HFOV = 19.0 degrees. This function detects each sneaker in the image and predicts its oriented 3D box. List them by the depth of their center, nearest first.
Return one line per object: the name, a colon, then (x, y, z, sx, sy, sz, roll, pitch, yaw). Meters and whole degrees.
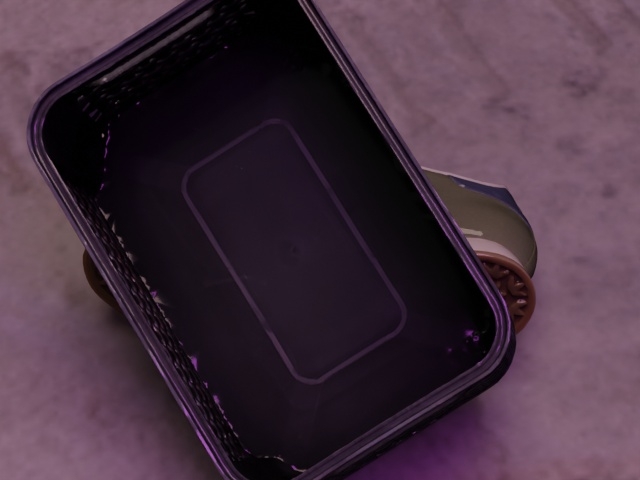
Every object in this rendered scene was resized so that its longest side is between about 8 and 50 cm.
sneaker: (0.000, 0.000, 0.834, 0.192, 0.064, 0.086, 4, 33, 9)

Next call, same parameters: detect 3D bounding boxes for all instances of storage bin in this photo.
storage bin: (-0.016, 0.000, 0.741, 0.122, 0.084, 0.180, -32, 81, 2)
